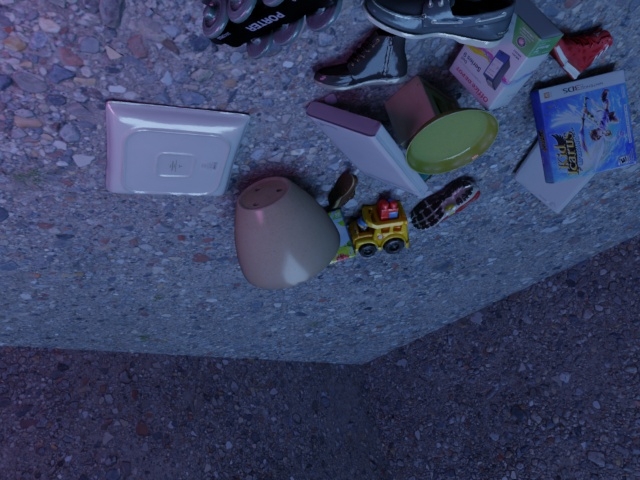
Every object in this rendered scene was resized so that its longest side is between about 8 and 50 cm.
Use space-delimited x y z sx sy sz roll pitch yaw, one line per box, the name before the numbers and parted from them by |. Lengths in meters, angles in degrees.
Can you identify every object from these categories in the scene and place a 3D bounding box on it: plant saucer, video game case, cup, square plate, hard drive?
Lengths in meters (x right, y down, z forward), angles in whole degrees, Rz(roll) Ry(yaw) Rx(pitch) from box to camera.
plant saucer | 0.327 -0.255 1.292 0.240 0.037 0.241 -11 151 -6
video game case | 0.747 -0.320 1.450 0.244 0.270 0.061 -14 -172 1
cup | -0.129 -0.052 1.549 0.331 0.331 0.237 -17 126 7
square plate | -0.388 -0.218 1.362 0.343 0.049 0.347 0 149 -23
hard drive | 0.136 -0.240 1.389 0.047 0.233 0.353 -60 144 -3
hard drive | 0.778 -0.244 1.662 0.040 0.203 0.308 -36 160 -24

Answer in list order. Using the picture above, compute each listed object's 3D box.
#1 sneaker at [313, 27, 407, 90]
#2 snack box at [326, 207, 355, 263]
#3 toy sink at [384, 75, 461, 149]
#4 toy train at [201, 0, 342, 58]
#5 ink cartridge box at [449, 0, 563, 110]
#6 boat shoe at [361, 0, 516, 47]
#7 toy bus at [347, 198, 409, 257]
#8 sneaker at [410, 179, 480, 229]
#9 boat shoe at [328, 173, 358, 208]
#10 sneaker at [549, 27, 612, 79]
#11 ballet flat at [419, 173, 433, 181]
sneaker | 0.090 -0.424 1.183 0.221 0.083 0.118 -6 133 2
snack box | 0.000 0.000 1.789 0.207 0.175 0.070 -17 -174 8
toy sink | 0.310 -0.313 1.378 0.234 0.153 0.131 16 140 -41
toy train | -0.083 -0.432 0.846 0.142 0.190 0.333 9 175 -42
ink cartridge box | 0.421 -0.434 1.185 0.093 0.154 0.212 -24 160 -28
boat shoe | 0.247 -0.482 1.052 0.319 0.116 0.099 6 151 -10
toy bus | 0.204 -0.062 1.815 0.220 0.150 0.211 -9 139 -3
sneaker | 0.458 -0.116 1.856 0.279 0.107 0.118 -31 156 34
boat shoe | 0.082 -0.162 1.654 0.060 0.064 0.178 -6 158 -24
sneaker | 0.644 -0.499 1.279 0.128 0.087 0.221 -42 154 29
ballet flat | 0.355 -0.249 1.608 0.079 0.077 0.221 -20 158 -32
